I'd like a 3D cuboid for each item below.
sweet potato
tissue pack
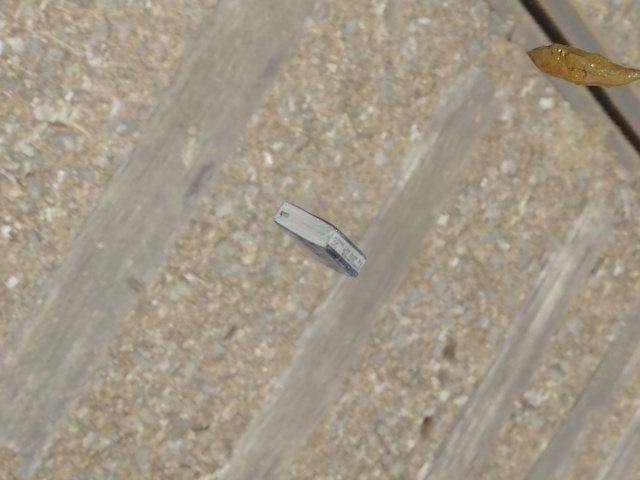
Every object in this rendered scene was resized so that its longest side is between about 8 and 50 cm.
[{"bbox_3d":[0.427,-0.281,1.753,0.068,0.205,0.060,54,55,-65],"label":"sweet potato"},{"bbox_3d":[0.000,0.000,1.764,0.051,0.112,0.156,-58,153,-7],"label":"tissue pack"}]
